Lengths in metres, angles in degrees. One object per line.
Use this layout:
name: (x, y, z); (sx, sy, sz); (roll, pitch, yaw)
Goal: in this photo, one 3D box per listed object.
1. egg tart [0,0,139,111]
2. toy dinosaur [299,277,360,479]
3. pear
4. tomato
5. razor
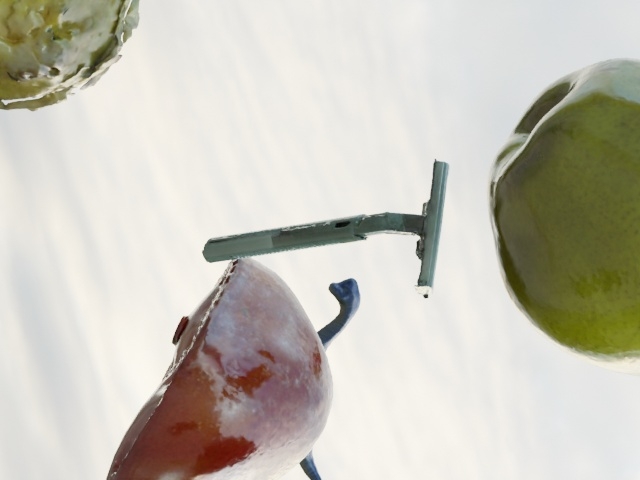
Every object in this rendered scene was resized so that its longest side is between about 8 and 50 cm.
egg tart: (-0.308, -0.258, 1.409); (0.095, 0.279, 0.279); (-70, 150, -79)
toy dinosaur: (0.004, 0.162, 1.597); (0.247, 0.188, 0.075); (58, 10, -33)
pear: (0.193, -0.009, 0.873); (0.198, 0.198, 0.198); (166, -90, -69)
tomato: (-0.066, 0.130, 1.175); (0.200, 0.140, 0.233); (-58, -173, 44)
razor: (-0.005, -0.002, 0.980); (0.211, 0.036, 0.084); (-5, -111, 41)
